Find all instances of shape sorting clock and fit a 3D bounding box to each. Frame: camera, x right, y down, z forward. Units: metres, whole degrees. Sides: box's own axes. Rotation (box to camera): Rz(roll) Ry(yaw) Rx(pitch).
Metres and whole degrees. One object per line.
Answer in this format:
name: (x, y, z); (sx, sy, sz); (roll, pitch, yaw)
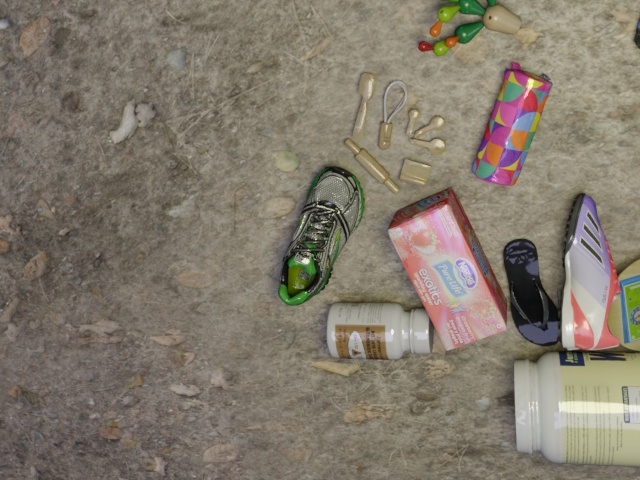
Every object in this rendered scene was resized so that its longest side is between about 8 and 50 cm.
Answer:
shape sorting clock: (0.676, 0.128, 1.460); (0.206, 0.040, 0.206); (-2, 100, -14)

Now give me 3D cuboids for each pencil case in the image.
pencil case: (0.383, -0.228, 1.422); (0.104, 0.104, 0.236); (19, 110, 8)

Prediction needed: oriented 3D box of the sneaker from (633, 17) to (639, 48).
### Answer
sneaker: (0.662, -0.374, 1.313); (0.152, 0.058, 0.085); (17, 106, 13)

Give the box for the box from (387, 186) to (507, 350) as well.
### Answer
box: (0.276, 0.059, 1.517); (0.142, 0.154, 0.300); (-23, 100, 21)

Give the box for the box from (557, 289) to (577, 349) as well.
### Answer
box: (0.557, 0.163, 1.505); (0.087, 0.101, 0.102); (-11, 107, 18)

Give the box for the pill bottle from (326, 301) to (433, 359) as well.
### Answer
pill bottle: (0.138, 0.206, 1.616); (0.229, 0.131, 0.131); (-1, 108, 15)

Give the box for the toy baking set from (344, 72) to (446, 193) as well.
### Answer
toy baking set: (0.153, -0.228, 1.520); (0.256, 0.030, 0.197); (41, 111, -2)

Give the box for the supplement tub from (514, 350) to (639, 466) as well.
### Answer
supplement tub: (0.578, 0.352, 1.493); (0.324, 0.235, 0.235); (-2, 108, 16)

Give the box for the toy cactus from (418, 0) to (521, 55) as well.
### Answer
toy cactus: (0.300, -0.447, 1.378); (0.180, 0.112, 0.219); (19, 111, -12)

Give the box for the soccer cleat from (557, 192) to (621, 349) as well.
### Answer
soccer cleat: (0.542, 0.061, 1.415); (0.116, 0.108, 0.318); (3, 75, 21)

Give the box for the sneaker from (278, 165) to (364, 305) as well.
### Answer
sneaker: (0.000, 0.000, 1.574); (0.134, 0.146, 0.344); (20, 112, 7)

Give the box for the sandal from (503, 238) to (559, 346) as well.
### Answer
sandal: (0.453, 0.123, 1.544); (0.097, 0.054, 0.254); (-18, 103, 20)
